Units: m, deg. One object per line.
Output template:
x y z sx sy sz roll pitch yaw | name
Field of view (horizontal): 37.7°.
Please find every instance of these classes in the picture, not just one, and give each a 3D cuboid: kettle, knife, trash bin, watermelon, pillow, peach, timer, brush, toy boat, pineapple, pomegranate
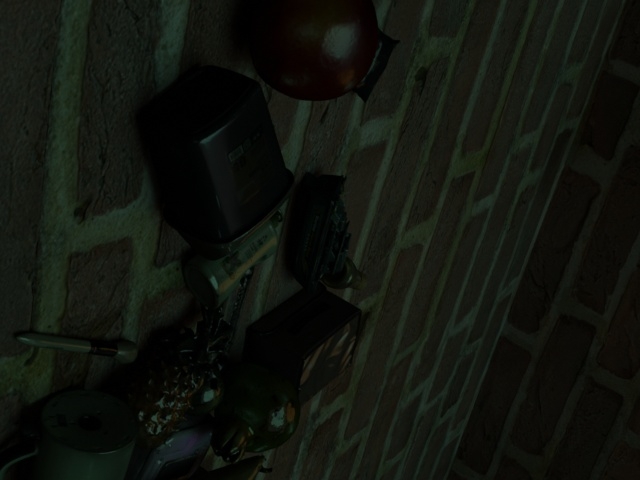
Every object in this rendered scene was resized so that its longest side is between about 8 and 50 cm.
-0.445 0.400 1.599 0.240 0.165 0.255 5 121 -30 | kettle
-0.200 0.198 1.940 0.089 0.043 0.365 -10 124 -57 | knife
-0.165 -0.121 1.546 0.209 0.182 0.290 -45 144 -28 | trash bin
-0.258 0.300 1.881 0.133 0.105 0.105 -11 134 -13 | watermelon
0.102 -0.362 1.925 0.150 0.048 0.090 -61 156 5 | pillow
-0.012 -0.337 1.578 0.243 0.199 0.243 -36 150 -25 | peach
-0.309 0.438 1.935 0.208 0.069 0.190 -6 129 -57 | timer
-0.402 0.174 1.574 0.299 0.039 0.042 26 89 -61 | brush
0.003 0.000 2.023 0.114 0.122 0.296 -66 170 -53 | toy boat
-0.267 0.249 1.770 0.310 0.141 0.170 -53 124 -32 | pineapple
-0.133 0.356 1.958 0.241 0.159 0.189 6 92 -70 | pomegranate

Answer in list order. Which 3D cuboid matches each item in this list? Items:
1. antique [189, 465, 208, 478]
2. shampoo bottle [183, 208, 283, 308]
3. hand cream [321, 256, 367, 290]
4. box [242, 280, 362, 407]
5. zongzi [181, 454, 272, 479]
-0.247 0.636 2.227 0.087 0.093 0.310 -50 152 -21 | antique
-0.152 0.017 1.797 0.234 0.087 0.118 -44 145 -31 | shampoo bottle
0.070 0.086 2.274 0.084 0.084 0.203 -62 157 1 | hand cream
-0.040 0.246 2.150 0.252 0.153 0.188 -33 143 -46 | box
-0.312 0.664 1.956 0.418 0.181 0.447 -19 140 -42 | zongzi
